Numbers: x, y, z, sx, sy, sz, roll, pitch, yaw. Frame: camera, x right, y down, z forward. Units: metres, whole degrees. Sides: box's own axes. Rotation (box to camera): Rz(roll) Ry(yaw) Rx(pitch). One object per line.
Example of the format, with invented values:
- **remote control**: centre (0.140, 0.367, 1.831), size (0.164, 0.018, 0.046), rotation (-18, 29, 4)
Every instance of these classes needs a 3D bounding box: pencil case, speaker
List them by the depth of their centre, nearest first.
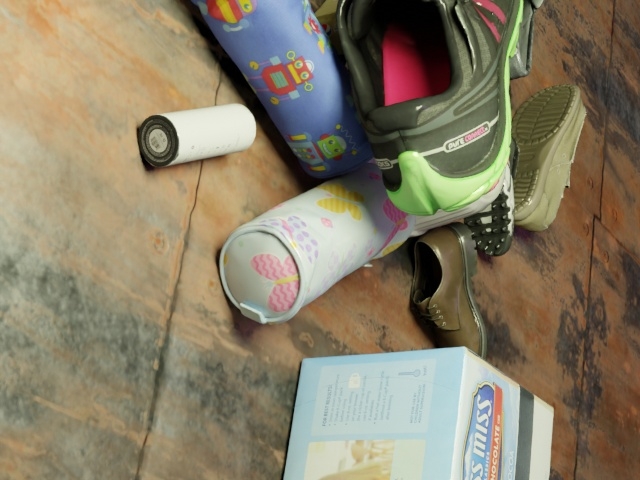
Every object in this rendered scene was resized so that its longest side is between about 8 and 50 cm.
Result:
- **speaker**: centre (-0.126, -0.111, 1.431), size (0.136, 0.055, 0.055), rotation (-18, 99, -55)
- **pencil case**: centre (-0.037, -0.214, 1.525), size (0.306, 0.119, 0.133), rotation (57, 21, -33)
- **pencil case**: centre (0.000, 0.000, 1.550), size (0.273, 0.113, 0.124), rotation (-29, 151, -55)

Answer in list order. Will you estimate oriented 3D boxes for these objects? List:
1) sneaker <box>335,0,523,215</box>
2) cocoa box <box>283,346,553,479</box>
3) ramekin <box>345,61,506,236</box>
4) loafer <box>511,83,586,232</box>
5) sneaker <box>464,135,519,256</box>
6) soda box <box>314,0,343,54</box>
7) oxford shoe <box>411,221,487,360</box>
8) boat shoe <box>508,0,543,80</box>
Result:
- **sneaker**: centre (0.123, -0.260, 1.533), size (0.202, 0.185, 0.483), rotation (53, 28, -47)
- **cocoa box**: centre (0.102, 0.319, 1.538), size (0.228, 0.231, 0.347), rotation (35, 56, -47)
- **ramekin**: centre (0.141, -0.144, 1.741), size (0.273, 0.127, 0.273), rotation (31, 54, -57)
- **loafer**: centre (0.337, -0.123, 2.087), size (0.092, 0.101, 0.269), rotation (51, 55, -40)
- **sneaker**: centre (0.249, -0.097, 1.962), size (0.106, 0.078, 0.234), rotation (-18, 97, -53)
- **soda box**: centre (0.058, -0.303, 1.728), size (0.181, 0.061, 0.058), rotation (-55, 128, -45)
- **oxford shoe**: centre (0.160, 0.096, 1.815), size (0.096, 0.082, 0.227), rotation (-15, 96, -37)
- **boat shoe**: centre (0.286, -0.374, 2.040), size (0.108, 0.102, 0.301), rotation (36, 56, -47)
